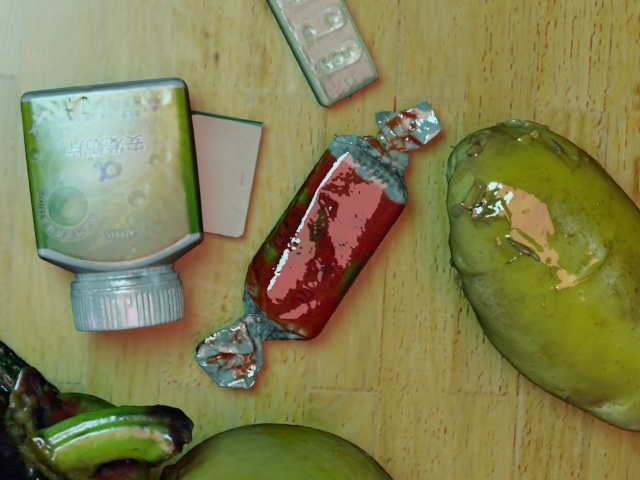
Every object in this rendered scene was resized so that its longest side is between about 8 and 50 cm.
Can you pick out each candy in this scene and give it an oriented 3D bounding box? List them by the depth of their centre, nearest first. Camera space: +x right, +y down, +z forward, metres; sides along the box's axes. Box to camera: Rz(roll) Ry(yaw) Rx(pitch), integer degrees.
[{"bbox_3d":[0.001,0.001,1.238,0.086,0.059,0.292,34,89,-11],"label":"candy"}]

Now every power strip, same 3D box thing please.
[{"bbox_3d":[0.000,-0.173,1.239,0.056,0.032,0.123,-28,98,-6],"label":"power strip"}]

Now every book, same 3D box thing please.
[{"bbox_3d":[-0.122,-0.058,1.233,0.135,0.017,0.103,10,92,-7],"label":"book"}]

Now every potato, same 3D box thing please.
[{"bbox_3d":[0.208,0.031,1.234,0.300,0.140,0.173,46,79,-15],"label":"potato"}]

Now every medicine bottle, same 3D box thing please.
[{"bbox_3d":[-0.159,-0.028,1.177,0.132,0.088,0.188,-7,93,-5],"label":"medicine bottle"}]

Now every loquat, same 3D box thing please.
[{"bbox_3d":[-0.034,0.255,1.158,0.244,0.244,0.243,-1,94,-10],"label":"loquat"}]

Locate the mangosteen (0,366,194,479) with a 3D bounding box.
[{"bbox_3d":[-0.270,0.214,1.068,0.359,0.306,0.306,-34,99,20],"label":"mangosteen"}]

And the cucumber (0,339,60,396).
[{"bbox_3d":[-0.289,0.077,1.202,0.257,0.043,0.044,44,88,-8],"label":"cucumber"}]
